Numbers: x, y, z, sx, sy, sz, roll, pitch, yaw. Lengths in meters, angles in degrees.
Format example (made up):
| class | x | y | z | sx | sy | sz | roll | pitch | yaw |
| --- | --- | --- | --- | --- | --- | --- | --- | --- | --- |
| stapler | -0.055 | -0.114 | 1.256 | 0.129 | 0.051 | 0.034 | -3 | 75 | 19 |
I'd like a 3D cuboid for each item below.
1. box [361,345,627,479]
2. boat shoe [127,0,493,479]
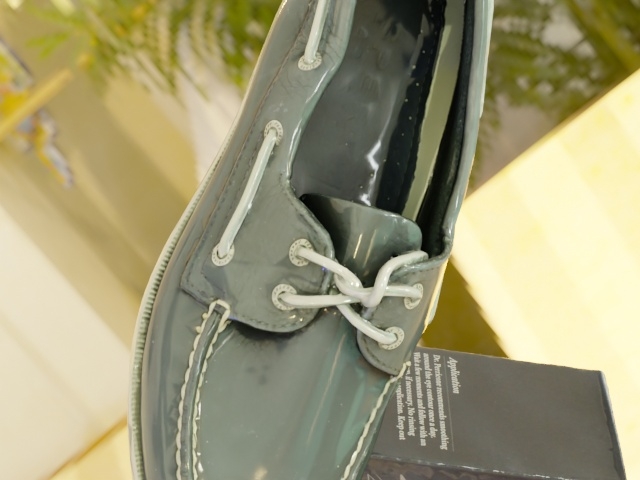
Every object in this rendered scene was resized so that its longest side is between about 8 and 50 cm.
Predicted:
| class | x | y | z | sx | sy | sz | roll | pitch | yaw |
| --- | --- | --- | --- | --- | --- | --- | --- | --- | --- |
| box | 0.054 | 0.141 | 0.910 | 0.093 | 0.158 | 0.156 | -90 | 10 | -55 |
| boat shoe | 0.000 | 0.000 | 0.772 | 0.099 | 0.116 | 0.320 | 156 | 133 | -72 |
